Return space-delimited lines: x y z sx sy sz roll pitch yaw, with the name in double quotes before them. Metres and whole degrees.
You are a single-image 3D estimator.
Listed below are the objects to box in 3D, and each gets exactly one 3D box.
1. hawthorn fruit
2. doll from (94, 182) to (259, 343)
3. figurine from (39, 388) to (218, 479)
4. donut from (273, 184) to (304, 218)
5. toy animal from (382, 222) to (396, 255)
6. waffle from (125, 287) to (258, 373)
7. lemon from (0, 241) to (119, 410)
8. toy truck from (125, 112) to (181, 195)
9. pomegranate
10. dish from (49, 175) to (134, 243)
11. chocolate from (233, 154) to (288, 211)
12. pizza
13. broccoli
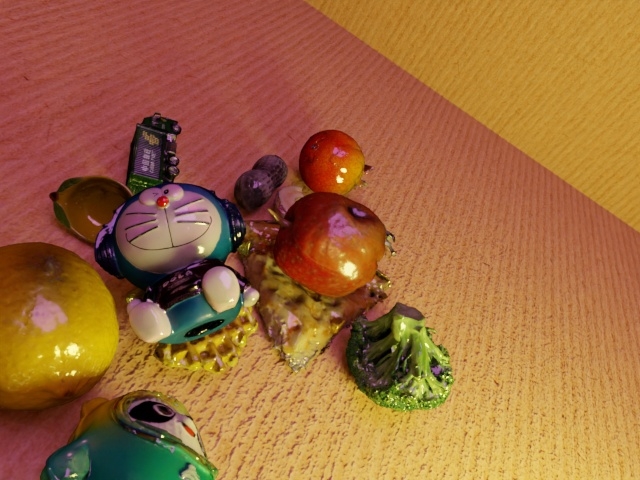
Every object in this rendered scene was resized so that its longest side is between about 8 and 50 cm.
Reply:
"hawthorn fruit" 0.020 0.011 1.212 0.261 0.258 0.258 4 42 6
"doll" -0.271 0.029 0.992 0.284 0.240 0.310 -20 72 -15
"figurine" -0.263 0.368 0.749 0.324 0.231 0.340 50 -7 -29
"donut" -0.085 -0.087 1.482 0.108 0.065 0.166 5 49 -31
"toy animal" 0.135 -0.047 1.596 0.216 0.073 0.176 21 27 -23
"waffle" -0.264 0.153 1.079 0.291 0.051 0.291 19 40 -17
"lemon" -0.466 0.140 0.849 0.260 0.260 0.284 -28 77 -47
"toy truck" -0.433 -0.222 1.357 0.121 0.088 0.259 13 46 -25
"pomegranate" 0.045 -0.233 1.609 0.235 0.210 0.210 14 44 -23
"dish" -0.483 -0.071 1.155 0.207 0.149 0.080 20 4 -7
"chocolate" -0.169 -0.169 1.475 0.110 0.110 0.248 32 34 -4
"pizza" -0.047 0.079 1.336 0.392 0.080 0.435 46 39 12
"broccoli" 0.189 0.269 1.206 0.261 0.242 0.269 12 19 4
